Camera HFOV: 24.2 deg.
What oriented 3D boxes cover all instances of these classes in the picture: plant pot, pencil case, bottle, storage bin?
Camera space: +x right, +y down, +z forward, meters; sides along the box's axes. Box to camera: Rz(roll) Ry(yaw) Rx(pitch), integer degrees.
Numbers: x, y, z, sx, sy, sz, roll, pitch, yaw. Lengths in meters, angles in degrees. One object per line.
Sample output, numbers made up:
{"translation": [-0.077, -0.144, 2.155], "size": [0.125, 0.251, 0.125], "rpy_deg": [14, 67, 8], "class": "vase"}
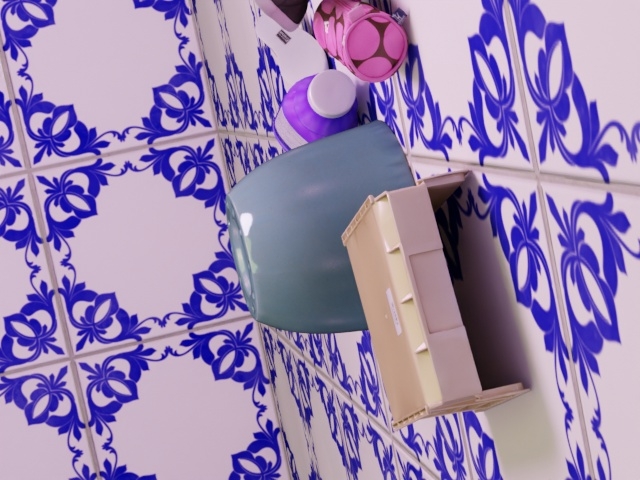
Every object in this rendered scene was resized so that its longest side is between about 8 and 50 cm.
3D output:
{"translation": [0.000, 0.000, 2.077], "size": [0.293, 0.235, 0.293], "rpy_deg": [167, 90, -80], "class": "plant pot"}
{"translation": [0.047, -0.267, 1.900], "size": [0.098, 0.095, 0.209], "rpy_deg": [48, 180, -20], "class": "pencil case"}
{"translation": [-0.002, -0.186, 2.216], "size": [0.118, 0.092, 0.283], "rpy_deg": [43, 168, 1], "class": "bottle"}
{"translation": [0.131, 0.076, 1.764], "size": [0.260, 0.123, 0.262], "rpy_deg": [123, 134, -76], "class": "storage bin"}

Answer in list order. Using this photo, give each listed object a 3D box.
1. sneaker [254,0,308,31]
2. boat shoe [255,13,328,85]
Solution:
{"translation": [-0.018, -0.360, 1.958], "size": [0.104, 0.147, 0.296], "rpy_deg": [57, -171, 2], "class": "sneaker"}
{"translation": [-0.031, -0.296, 2.386], "size": [0.070, 0.078, 0.219], "rpy_deg": [41, -168, -42], "class": "boat shoe"}
